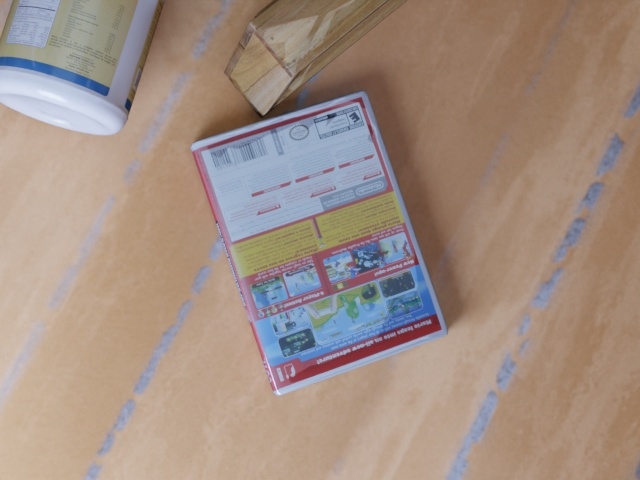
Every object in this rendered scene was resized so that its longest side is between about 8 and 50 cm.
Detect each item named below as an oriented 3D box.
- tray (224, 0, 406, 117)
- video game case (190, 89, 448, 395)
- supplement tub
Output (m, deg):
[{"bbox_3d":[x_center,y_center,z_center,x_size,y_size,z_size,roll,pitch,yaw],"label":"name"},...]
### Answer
[{"bbox_3d":[0.085,-0.300,1.368,0.411,0.203,0.076,-40,92,-13],"label":"tray"},{"bbox_3d":[0.000,0.000,1.414,0.204,0.025,0.285,-18,89,-14],"label":"video game case"},{"bbox_3d":[-0.240,-0.220,1.321,0.144,0.144,0.199,18,81,-10],"label":"supplement tub"}]
